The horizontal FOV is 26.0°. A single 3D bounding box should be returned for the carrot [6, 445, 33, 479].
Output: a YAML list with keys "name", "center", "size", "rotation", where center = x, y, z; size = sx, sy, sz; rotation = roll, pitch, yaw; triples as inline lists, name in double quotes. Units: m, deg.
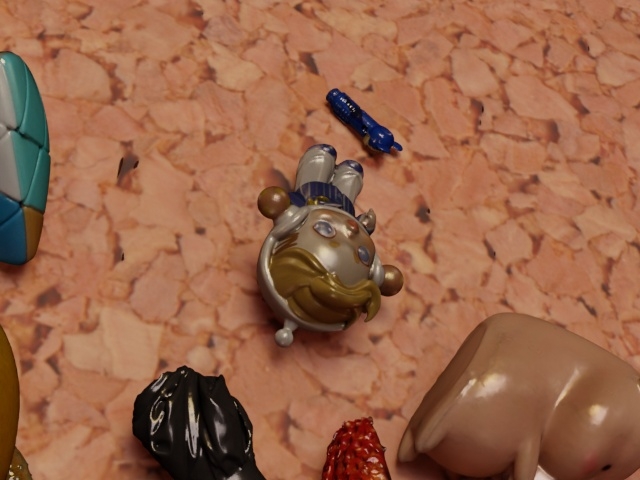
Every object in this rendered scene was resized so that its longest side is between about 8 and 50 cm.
- name: "carrot"
  center: [-0.350, 0.171, 1.397]
  size: [0.049, 0.049, 0.254]
  rotation: [-17, 58, -31]

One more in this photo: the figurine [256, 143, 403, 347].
- name: "figurine"
  center: [-0.008, -0.008, 1.618]
  size: [0.194, 0.133, 0.274]
  rotation: [20, 40, -38]

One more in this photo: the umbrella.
- name: "umbrella"
  center: [-0.069, 0.275, 1.393]
  size: [0.118, 0.118, 0.340]
  rotation: [-26, 72, -35]

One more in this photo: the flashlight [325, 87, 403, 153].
- name: "flashlight"
  center: [0.053, -0.151, 1.805]
  size: [0.121, 0.035, 0.057]
  rotation: [43, 27, 17]

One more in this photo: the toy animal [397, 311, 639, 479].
- name: "toy animal"
  center: [0.244, 0.194, 1.523]
  size: [0.256, 0.195, 0.213]
  rotation: [27, 66, -5]

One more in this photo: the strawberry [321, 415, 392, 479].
- name: "strawberry"
  center: [0.033, 0.269, 1.445]
  size: [0.082, 0.121, 0.188]
  rotation: [-4, 40, -9]

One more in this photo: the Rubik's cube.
- name: "Rubik's cube"
  center: [-0.348, -0.096, 1.484]
  size: [0.254, 0.254, 0.254]
  rotation: [11, 52, -14]

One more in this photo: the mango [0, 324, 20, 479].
- name: "mango"
  center: [-0.419, 0.204, 1.208]
  size: [0.300, 0.232, 0.445]
  rotation: [-1, 54, -4]
